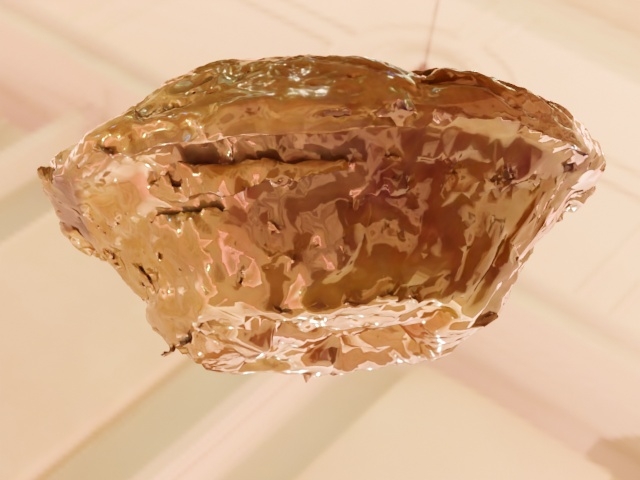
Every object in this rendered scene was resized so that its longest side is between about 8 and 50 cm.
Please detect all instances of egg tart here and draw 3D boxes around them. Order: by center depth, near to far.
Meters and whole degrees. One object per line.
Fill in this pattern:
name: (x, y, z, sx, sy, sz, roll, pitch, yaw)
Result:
egg tart: (0.000, 0.000, 0.903, 0.352, 0.352, 0.150, -1, -103, -12)
